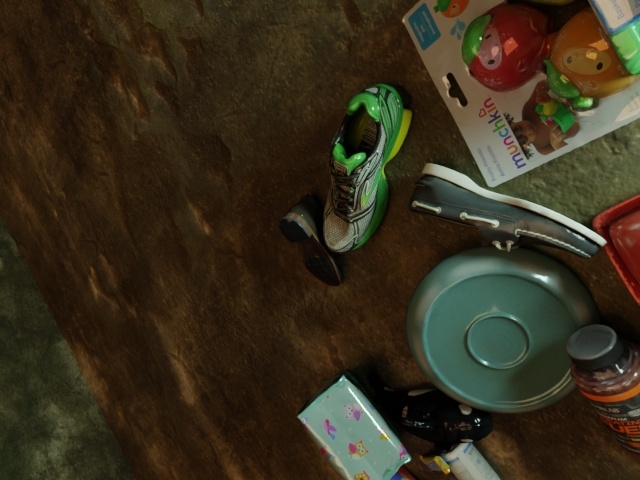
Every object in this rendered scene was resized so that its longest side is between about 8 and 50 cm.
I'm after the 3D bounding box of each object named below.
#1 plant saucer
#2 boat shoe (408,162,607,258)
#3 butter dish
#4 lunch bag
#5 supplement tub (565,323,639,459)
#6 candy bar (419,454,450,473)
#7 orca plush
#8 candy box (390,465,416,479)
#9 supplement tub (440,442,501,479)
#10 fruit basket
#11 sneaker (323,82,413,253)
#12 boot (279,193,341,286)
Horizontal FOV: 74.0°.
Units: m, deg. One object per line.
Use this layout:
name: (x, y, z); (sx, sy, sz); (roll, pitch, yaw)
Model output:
plant saucer: (0.303, 0.165, 0.726); (0.317, 0.043, 0.318); (5, 106, 18)
boat shoe: (0.283, -0.031, 0.686); (0.302, 0.114, 0.091); (31, 99, 39)
butter dish: (0.459, 0.005, 0.553); (0.160, 0.118, 0.160); (-35, 70, 40)
lunch bag: (0.068, 0.427, 0.972); (0.223, 0.160, 0.262); (49, 170, 13)
supplement tub: (0.446, 0.219, 0.625); (0.106, 0.106, 0.198); (-32, 101, 40)
candy bar: (0.244, 0.477, 0.908); (0.040, 0.018, 0.161); (45, 163, 20)
orca plush: (0.195, 0.342, 0.873); (0.287, 0.102, 0.151); (18, 97, 48)
candy box: (0.202, 0.741, 0.986); (0.268, 0.122, 0.317); (38, 126, 36)
supplement tub: (0.306, 0.465, 0.869); (0.107, 0.071, 0.071); (52, 129, 13)
fruit basket: (0.300, -0.283, 0.565); (0.353, 0.165, 0.327); (-28, 87, 43)
sneaker: (0.057, -0.126, 0.815); (0.134, 0.146, 0.344); (27, 121, 28)
boot: (0.000, 0.000, 0.958); (0.082, 0.106, 0.219); (-9, 128, 35)
